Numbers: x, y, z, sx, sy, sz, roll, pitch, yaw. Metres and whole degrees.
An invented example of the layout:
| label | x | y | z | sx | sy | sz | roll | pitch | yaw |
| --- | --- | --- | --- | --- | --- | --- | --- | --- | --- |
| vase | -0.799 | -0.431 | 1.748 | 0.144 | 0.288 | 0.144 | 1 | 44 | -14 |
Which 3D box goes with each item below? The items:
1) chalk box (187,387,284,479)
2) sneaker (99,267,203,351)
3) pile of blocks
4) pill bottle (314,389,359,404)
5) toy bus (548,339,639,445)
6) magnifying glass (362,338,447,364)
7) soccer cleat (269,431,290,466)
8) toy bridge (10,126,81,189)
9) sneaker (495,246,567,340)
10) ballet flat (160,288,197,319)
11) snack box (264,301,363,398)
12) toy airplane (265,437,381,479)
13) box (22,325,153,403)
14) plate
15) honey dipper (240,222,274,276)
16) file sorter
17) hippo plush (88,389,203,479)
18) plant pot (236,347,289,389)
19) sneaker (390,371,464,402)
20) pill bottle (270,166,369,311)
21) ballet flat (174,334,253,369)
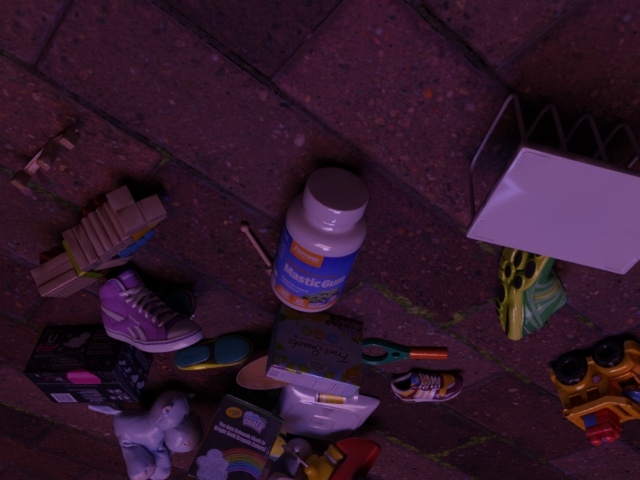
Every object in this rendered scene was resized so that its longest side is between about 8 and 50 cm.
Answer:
| label | x | y | z | sx | sy | sz | roll | pitch | yaw |
| --- | --- | --- | --- | --- | --- | --- | --- | --- | --- |
| chalk box | -0.214 | 0.522 | 1.629 | 0.180 | 0.289 | 0.179 | 26 | 164 | -2 |
| sneaker | -0.384 | 0.145 | 1.301 | 0.282 | 0.102 | 0.161 | 5 | 111 | 29 |
| pile of blocks | -0.445 | -0.012 | 1.214 | 0.362 | 0.149 | 0.112 | -32 | 82 | 23 |
| pill bottle | 0.044 | 0.406 | 1.604 | 0.116 | 0.065 | 0.065 | 4 | 137 | 3 |
| toy bus | 0.667 | 0.361 | 1.382 | 0.149 | 0.211 | 0.220 | 36 | 128 | -26 |
| magnifying glass | 0.197 | 0.278 | 1.485 | 0.231 | 0.026 | 0.092 | 2 | 136 | 8 |
| soccer cleat | -0.171 | 0.615 | 1.854 | 0.289 | 0.093 | 0.121 | 33 | 100 | -20 |
| toy bridge | -0.487 | -0.156 | 1.075 | 0.188 | 0.063 | 0.026 | -26 | 128 | 31 |
| sneaker | 0.432 | 0.080 | 1.208 | 0.123 | 0.109 | 0.295 | -14 | 136 | -10 |
| ballet flat | -0.349 | 0.175 | 1.412 | 0.241 | 0.091 | 0.077 | -29 | 157 | 36 |
| snack box | -0.010 | 0.249 | 1.366 | 0.207 | 0.174 | 0.070 | 16 | 137 | -10 |
| toy airplane | -0.041 | 0.713 | 1.733 | 0.384 | 0.272 | 0.386 | -9 | 139 | -34 |
| box | -0.585 | 0.318 | 1.531 | 0.247 | 0.142 | 0.163 | -3 | 137 | 12 |
| plate | 0.002 | 0.512 | 1.737 | 0.277 | 0.045 | 0.278 | 14 | 136 | -7 |
| honey dipper | -0.126 | 0.023 | 1.250 | 0.030 | 0.030 | 0.160 | -15 | 130 | 21 |
| file sorter | 0.396 | -0.096 | 0.957 | 0.278 | 0.173 | 0.193 | 13 | 137 | -6 |
| hippo plush | -0.451 | 0.519 | 1.725 | 0.236 | 0.234 | 0.294 | -31 | 84 | 12 |
| plant pot | -0.095 | 0.312 | 1.500 | 0.236 | 0.032 | 0.236 | -12 | 148 | -8 |
| sneaker | 0.273 | 0.372 | 1.540 | 0.185 | 0.069 | 0.084 | -18 | 137 | 22 |
| pill bottle | 0.000 | 0.000 | 1.120 | 0.152 | 0.152 | 0.272 | 12 | 137 | -6 |
| ballet flat | -0.261 | 0.289 | 1.522 | 0.231 | 0.077 | 0.077 | -13 | 154 | 20 |
